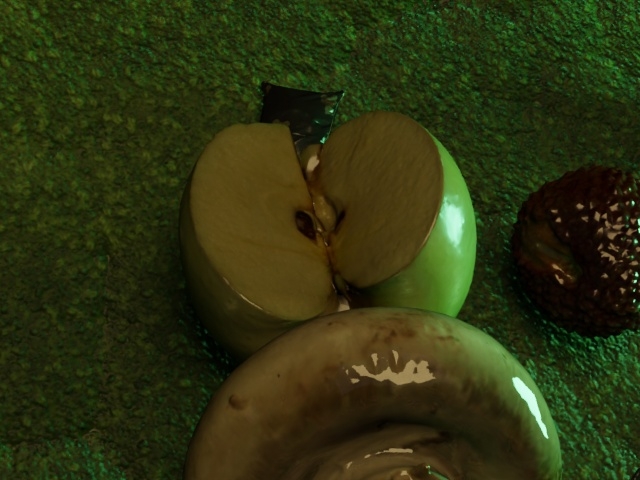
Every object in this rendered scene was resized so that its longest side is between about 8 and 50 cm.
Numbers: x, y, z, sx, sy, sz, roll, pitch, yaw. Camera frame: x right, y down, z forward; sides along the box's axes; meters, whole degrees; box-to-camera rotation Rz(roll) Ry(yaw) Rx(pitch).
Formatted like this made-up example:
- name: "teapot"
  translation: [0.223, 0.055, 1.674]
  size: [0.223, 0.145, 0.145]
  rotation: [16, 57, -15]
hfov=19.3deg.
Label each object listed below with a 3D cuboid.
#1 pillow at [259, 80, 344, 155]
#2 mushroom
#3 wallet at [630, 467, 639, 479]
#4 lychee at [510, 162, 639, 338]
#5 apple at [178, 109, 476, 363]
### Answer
- name: "pillow"
  translation: [-0.032, -0.108, 2.070]
  size: [0.090, 0.048, 0.150]
  rotation: [16, 63, -9]
- name: "mushroom"
  translation: [0.056, 0.243, 1.732]
  size: [0.362, 0.362, 0.294]
  rotation: [1, 20, -14]
- name: "wallet"
  translation: [0.382, 0.406, 1.854]
  size: [0.323, 0.041, 0.247]
  rotation: [38, 63, -18]
- name: "lychee"
  translation: [0.303, 0.008, 2.032]
  size: [0.188, 0.188, 0.188]
  rotation: [6, 62, -11]
- name: "apple"
  translation: [0.009, 0.014, 1.912]
  size: [0.295, 0.233, 0.258]
  rotation: [-14, 41, -4]
